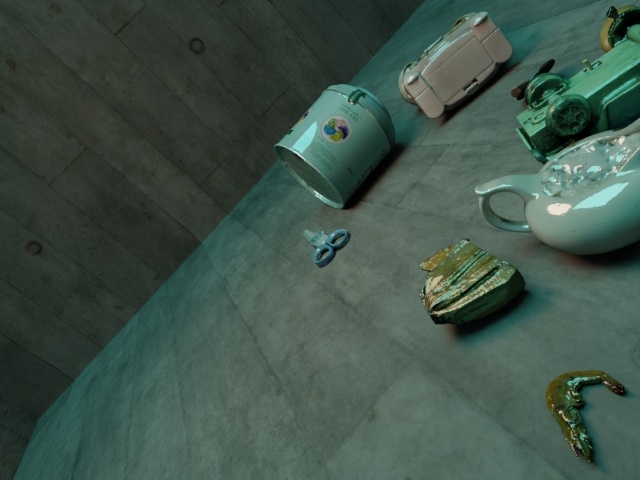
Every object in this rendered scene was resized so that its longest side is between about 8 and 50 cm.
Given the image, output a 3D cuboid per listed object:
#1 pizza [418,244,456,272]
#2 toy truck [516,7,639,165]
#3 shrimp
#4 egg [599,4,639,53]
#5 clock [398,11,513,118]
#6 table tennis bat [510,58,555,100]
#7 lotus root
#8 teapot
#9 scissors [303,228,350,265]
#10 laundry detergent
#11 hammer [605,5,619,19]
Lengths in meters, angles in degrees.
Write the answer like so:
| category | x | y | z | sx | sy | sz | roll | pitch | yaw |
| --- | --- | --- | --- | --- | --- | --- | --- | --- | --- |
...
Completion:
| category | x | y | z | sx | sy | sz | roll | pitch | yaw |
| --- | --- | --- | --- | --- | --- | --- | --- | --- | --- |
| pizza | 0.224 | 0.044 | 0.905 | 0.078 | 0.025 | 0.083 | -16 | 28 | 45 |
| toy truck | 0.461 | -0.232 | 0.773 | 0.278 | 0.156 | 0.155 | -35 | 23 | 25 |
| shrimp | 0.292 | 0.183 | 0.523 | 0.083 | 0.023 | 0.114 | -33 | 20 | 24 |
| egg | 0.598 | -0.412 | 0.954 | 0.096 | 0.080 | 0.080 | -49 | 20 | 3 |
| clock | 0.390 | -0.532 | 1.447 | 0.342 | 0.184 | 0.326 | -33 | 19 | 18 |
| table tennis bat | 0.503 | -0.316 | 1.063 | 0.169 | 0.119 | 0.108 | -34 | -17 | -38 |
| lotus root | 0.232 | 0.079 | 0.764 | 0.144 | 0.070 | 0.143 | -39 | 27 | 7 |
| teapot | 0.374 | -0.073 | 0.677 | 0.298 | 0.139 | 0.205 | -28 | 30 | 38 |
| scissors | 0.000 | 0.000 | 1.409 | 0.125 | 0.030 | 0.256 | -46 | 23 | -5 |
| laundry detergent | 0.060 | -0.303 | 1.495 | 0.305 | 0.287 | 0.287 | -50 | 21 | -9 |
| hammer | 0.689 | -0.466 | 0.880 | 0.297 | 0.125 | 0.027 | -34 | -16 | 8 |
